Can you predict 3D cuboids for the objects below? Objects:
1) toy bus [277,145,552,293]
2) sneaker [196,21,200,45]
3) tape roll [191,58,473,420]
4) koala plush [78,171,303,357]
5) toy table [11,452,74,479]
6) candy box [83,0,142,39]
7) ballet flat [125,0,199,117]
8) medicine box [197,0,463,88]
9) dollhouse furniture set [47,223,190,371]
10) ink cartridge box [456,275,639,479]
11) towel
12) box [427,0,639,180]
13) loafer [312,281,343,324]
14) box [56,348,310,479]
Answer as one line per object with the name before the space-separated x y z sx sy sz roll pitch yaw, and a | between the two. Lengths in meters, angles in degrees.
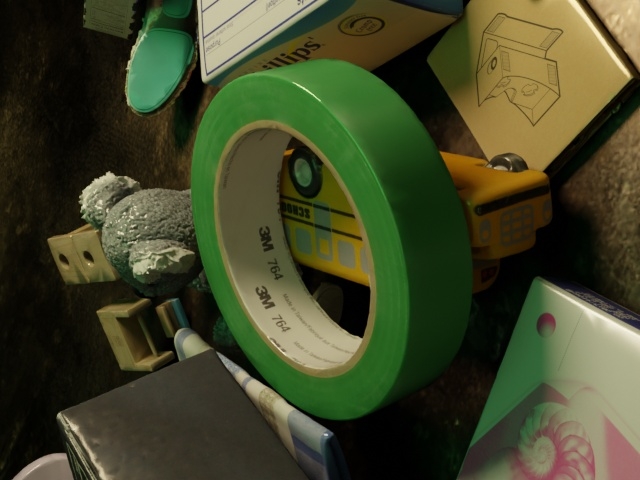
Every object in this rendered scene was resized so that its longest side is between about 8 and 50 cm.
toy bus | 0.065 -0.027 1.184 0.333 0.108 0.130 17 116 50
sneaker | -0.130 -0.338 1.506 0.083 0.087 0.221 -1 83 51
tape roll | 0.000 0.000 1.125 0.321 0.077 0.321 29 128 44
koala plush | -0.145 -0.002 1.361 0.196 0.221 0.203 49 120 43
toy table | -0.319 0.413 1.502 0.161 0.252 0.274 -165 73 -66
candy box | -0.247 -0.367 1.575 0.196 0.070 0.165 140 144 -75
ballet flat | -0.185 -0.270 1.575 0.091 0.077 0.241 16 93 7
medicine box | -0.003 -0.325 1.290 0.263 0.149 0.289 -23 67 51
dollhouse furniture set | -0.231 0.053 1.561 0.129 0.129 0.183 -5 109 50
ink cartridge box | 0.241 0.238 0.982 0.324 0.071 0.330 30 106 48
towel | -0.050 0.218 1.282 0.285 0.034 0.209 26 138 49
box | 0.190 -0.158 1.146 0.164 0.021 0.201 -50 50 32
loafer | -0.012 0.099 1.328 0.039 0.045 0.125 37 115 54
box | -0.098 0.318 1.196 0.294 0.183 0.296 46 151 43
